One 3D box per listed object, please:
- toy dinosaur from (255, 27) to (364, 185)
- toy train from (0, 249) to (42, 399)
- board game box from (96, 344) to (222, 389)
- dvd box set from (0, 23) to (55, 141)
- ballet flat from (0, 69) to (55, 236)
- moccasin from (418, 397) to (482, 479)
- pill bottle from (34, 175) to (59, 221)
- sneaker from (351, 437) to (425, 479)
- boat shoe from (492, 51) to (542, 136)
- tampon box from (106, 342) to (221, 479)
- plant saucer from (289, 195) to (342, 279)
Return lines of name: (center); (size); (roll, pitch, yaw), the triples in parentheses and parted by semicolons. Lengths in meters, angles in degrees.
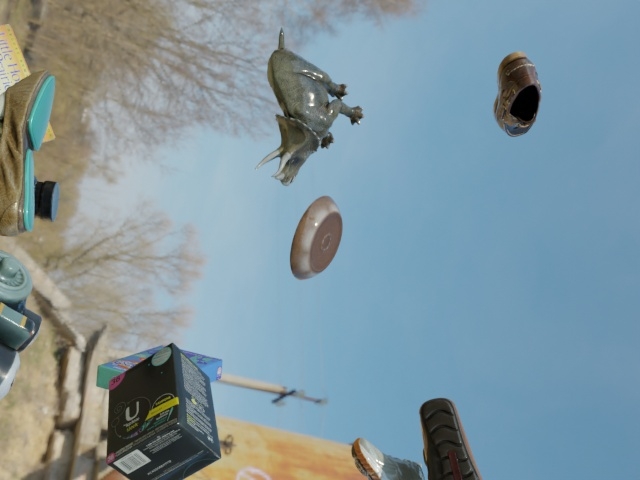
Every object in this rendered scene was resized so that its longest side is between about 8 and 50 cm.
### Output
toy dinosaur: (-0.028, -0.246, 1.164); (0.121, 0.160, 0.313); (-21, -109, 35)
toy train: (-0.454, 0.050, 0.736); (0.142, 0.334, 0.190); (-39, -149, 18)
board game box: (-0.325, 0.270, 1.440); (0.160, 0.210, 0.047); (9, -82, 23)
dvd box set: (-0.860, -0.329, 1.651); (0.062, 0.420, 0.307); (-8, -73, 34)
ballet flat: (-0.542, -0.162, 1.210); (0.116, 0.124, 0.342); (118, -27, -61)
moccasin: (0.314, 0.579, 1.704); (0.147, 0.139, 0.380); (70, 3, -55)
pill bottle: (-0.712, -0.100, 1.585); (0.123, 0.219, 0.122); (-174, -90, -78)
sneaker: (0.191, 0.587, 1.793); (0.121, 0.262, 0.099); (-43, -176, -25)
boat shoe: (0.337, -0.229, 1.196); (0.073, 0.207, 0.073); (-25, -117, 7)
tampon box: (-0.228, 0.254, 1.011); (0.120, 0.101, 0.161); (-31, -144, 6)
plant saucer: (0.000, 0.000, 1.558); (0.036, 0.199, 0.198); (21, -83, 25)
